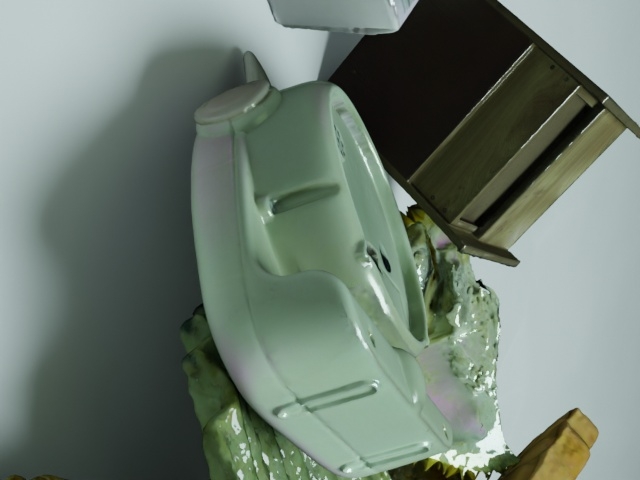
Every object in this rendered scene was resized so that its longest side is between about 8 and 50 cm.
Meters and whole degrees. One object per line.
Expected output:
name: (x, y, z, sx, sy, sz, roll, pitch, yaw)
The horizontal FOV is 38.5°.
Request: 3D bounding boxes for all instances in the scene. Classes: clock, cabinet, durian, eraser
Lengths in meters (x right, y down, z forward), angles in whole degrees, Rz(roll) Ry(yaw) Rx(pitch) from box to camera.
clock: (0.000, 0.000, 0.707, 0.265, 0.109, 0.324, 51, 24, -53)
cabinet: (0.146, -0.113, 0.840, 0.174, 0.215, 0.148, -49, 150, 16)
durian: (0.098, 0.088, 0.926, 0.172, 0.167, 0.306, 15, 72, -60)
eraser: (0.053, -0.269, 0.792, 0.210, 0.125, 0.068, -58, 141, -30)

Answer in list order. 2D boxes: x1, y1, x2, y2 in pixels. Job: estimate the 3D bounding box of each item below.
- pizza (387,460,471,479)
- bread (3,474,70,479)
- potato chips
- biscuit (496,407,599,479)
pizza: (0.133, 0.258, 1.105, 0.223, 0.090, 0.323, -35, 126, -51)
bread: (-0.175, 0.264, 0.528, 0.228, 0.142, 0.253, 21, 77, -13)
potato chips: (-0.005, 0.231, 0.742, 0.358, 0.070, 0.429, -74, 144, -70)
biscuit: (0.188, 0.316, 1.008, 0.312, 0.057, 0.351, -56, 164, 16)
